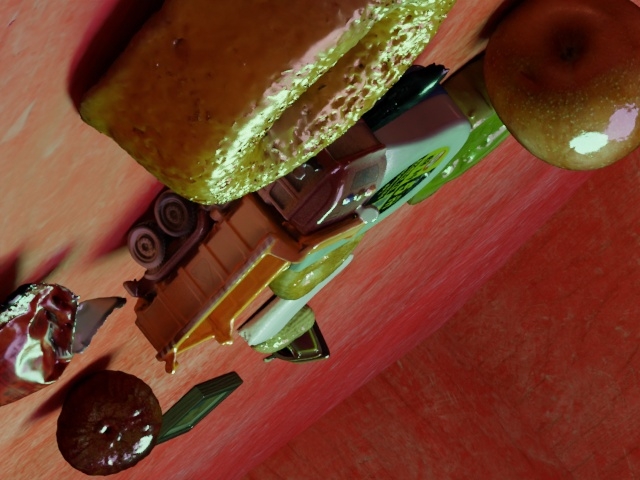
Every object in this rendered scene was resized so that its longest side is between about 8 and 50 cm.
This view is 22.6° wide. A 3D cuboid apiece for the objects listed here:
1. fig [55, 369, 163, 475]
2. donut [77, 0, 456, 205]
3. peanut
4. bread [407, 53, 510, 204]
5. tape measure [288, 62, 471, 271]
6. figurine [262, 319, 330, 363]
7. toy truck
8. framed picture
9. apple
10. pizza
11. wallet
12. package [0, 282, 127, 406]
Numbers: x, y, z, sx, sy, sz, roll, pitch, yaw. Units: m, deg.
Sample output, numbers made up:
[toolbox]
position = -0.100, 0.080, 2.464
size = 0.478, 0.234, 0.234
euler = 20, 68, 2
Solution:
[fig]
position = -0.236, 0.181, 1.768
size = 0.119, 0.153, 0.119
euler = -9, 132, -10
[donut]
position = -0.021, -0.133, 1.047
size = 0.277, 0.108, 0.277
euler = -39, 170, -8
[peanut]
position = -0.055, 0.126, 2.302
size = 0.113, 0.054, 0.054
euler = -31, 167, -32
[bread]
position = 0.172, -0.140, 1.909
size = 0.236, 0.070, 0.236
euler = -38, 169, -9
[tape measure]
position = 0.071, -0.112, 1.534
size = 0.215, 0.098, 0.351
euler = -30, 169, -40
[figurine]
position = -0.049, 0.151, 2.410
size = 0.098, 0.082, 0.154
euler = -22, 172, 6
[toy truck]
position = -0.060, -0.012, 1.369
size = 0.270, 0.135, 0.114
euler = -46, 169, 32
[framed picture]
position = -0.195, 0.257, 2.428
size = 0.128, 0.023, 0.168
euler = -43, 170, 15
[apple]
position = 0.274, -0.180, 1.730
size = 0.201, 0.201, 0.162
euler = -41, 152, 5
[pizza]
position = 0.000, 0.000, 1.929
size = 0.161, 0.062, 0.182
euler = -33, 165, -6
[wallet]
position = -0.035, 0.076, 2.205
size = 0.190, 0.033, 0.095
euler = -45, 168, 19
[package]
position = -0.284, 0.116, 1.296
size = 0.269, 0.071, 0.194
euler = -38, 157, 8
